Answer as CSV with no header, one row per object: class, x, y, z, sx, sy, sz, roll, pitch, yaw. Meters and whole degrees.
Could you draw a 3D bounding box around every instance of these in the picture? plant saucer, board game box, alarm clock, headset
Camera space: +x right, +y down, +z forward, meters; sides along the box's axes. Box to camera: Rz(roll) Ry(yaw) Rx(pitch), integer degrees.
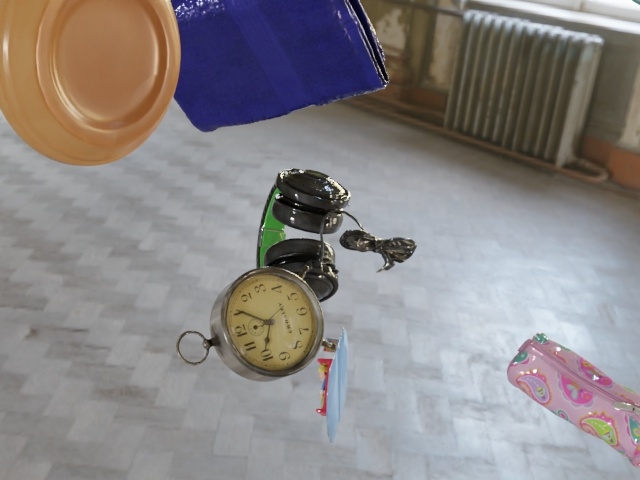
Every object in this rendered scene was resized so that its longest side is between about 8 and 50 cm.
plant saucer,-0.193,-0.162,0.720,0.037,0.199,0.200,14,23,35
board game box,0.011,0.212,1.205,0.033,0.133,0.168,4,27,12
alarm clock,-0.081,0.104,0.955,0.192,0.129,0.064,-13,-10,-34
headset,0.000,0.000,1.391,0.185,0.243,0.394,8,-3,-20

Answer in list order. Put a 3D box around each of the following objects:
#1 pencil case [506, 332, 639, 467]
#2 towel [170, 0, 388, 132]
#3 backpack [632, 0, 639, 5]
pencil case,0.475,0.276,1.458,0.124,0.124,0.284,-15,36,-41
towel,-0.082,-0.271,1.139,0.308,0.227,0.076,-11,47,21
backpack,0.422,-0.355,0.952,0.188,0.166,0.144,-8,41,57
